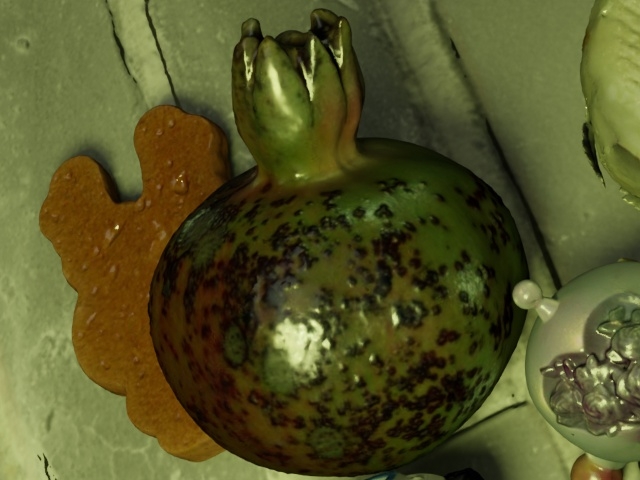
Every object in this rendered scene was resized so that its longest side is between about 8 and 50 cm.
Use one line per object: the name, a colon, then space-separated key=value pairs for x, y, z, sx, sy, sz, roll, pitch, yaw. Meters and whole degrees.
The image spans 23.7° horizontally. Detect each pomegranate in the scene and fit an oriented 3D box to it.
pomegranate: x=0.000 y=0.000 z=1.109 sx=0.285 sy=0.285 sz=0.341 roll=-4 pitch=113 yaw=26

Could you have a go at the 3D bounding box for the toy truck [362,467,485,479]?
toy truck: x=0.061 y=0.273 z=1.044 sx=0.161 sy=0.177 sz=0.213 roll=-25 pitch=92 yaw=20

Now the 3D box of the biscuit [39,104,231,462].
biscuit: x=-0.134 y=0.038 z=1.333 sx=0.202 sy=0.047 sz=0.334 roll=-32 pitch=57 yaw=14

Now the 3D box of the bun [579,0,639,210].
bun: x=0.303 y=-0.111 z=1.115 sx=0.239 sy=0.141 sz=0.239 roll=-7 pitch=68 yaw=18

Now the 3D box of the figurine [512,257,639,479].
figurine: x=0.249 y=0.134 z=1.058 sx=0.194 sy=0.133 sz=0.274 roll=-31 pitch=72 yaw=26
